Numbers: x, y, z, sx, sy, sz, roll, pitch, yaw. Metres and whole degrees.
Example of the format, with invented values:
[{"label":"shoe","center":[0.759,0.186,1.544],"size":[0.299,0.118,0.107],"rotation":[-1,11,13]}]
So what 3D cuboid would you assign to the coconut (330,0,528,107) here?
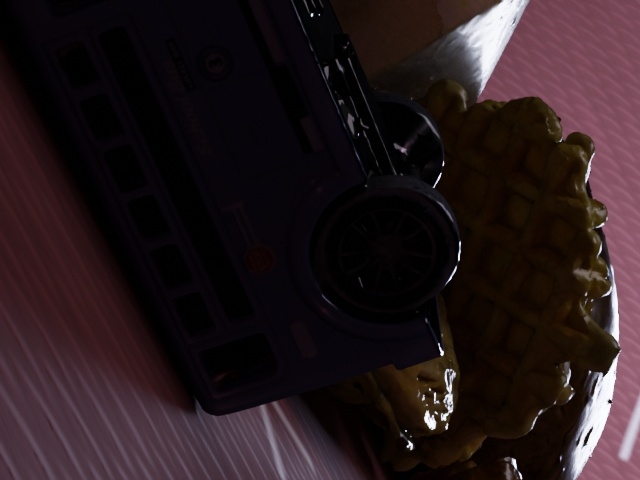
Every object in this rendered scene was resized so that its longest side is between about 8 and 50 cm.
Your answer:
[{"label":"coconut","center":[0.016,-0.221,1.363],"size":[0.309,0.297,0.297],"rotation":[63,5,-12]}]

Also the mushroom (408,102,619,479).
[{"label":"mushroom","center":[0.126,0.057,1.474],"size":[0.345,0.239,0.345],"rotation":[45,37,-50]}]

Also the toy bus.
[{"label":"toy bus","center":[-0.047,-0.086,0.744],"size":[0.125,0.133,0.292],"rotation":[-89,157,-68]}]

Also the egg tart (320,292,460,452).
[{"label":"egg tart","center":[0.000,0.000,1.135],"size":[0.279,0.095,0.279],"rotation":[-24,90,-80]}]

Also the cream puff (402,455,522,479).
[{"label":"cream puff","center":[0.070,0.167,0.980],"size":[0.094,0.122,0.116],"rotation":[57,45,-12]}]

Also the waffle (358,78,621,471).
[{"label":"waffle","center":[0.087,0.019,1.263],"size":[0.059,0.238,0.243],"rotation":[-3,75,-46]}]
